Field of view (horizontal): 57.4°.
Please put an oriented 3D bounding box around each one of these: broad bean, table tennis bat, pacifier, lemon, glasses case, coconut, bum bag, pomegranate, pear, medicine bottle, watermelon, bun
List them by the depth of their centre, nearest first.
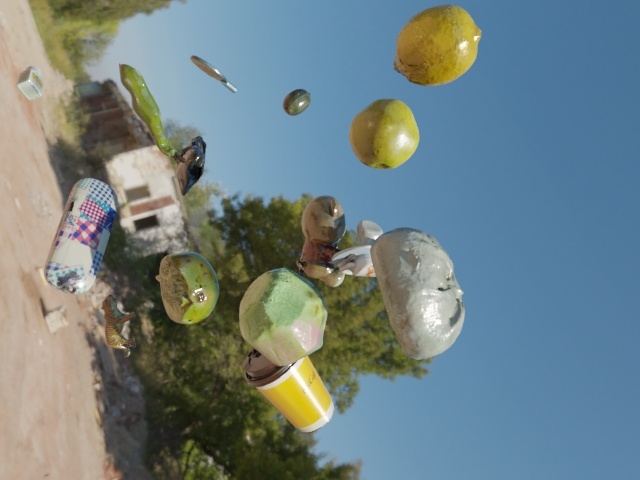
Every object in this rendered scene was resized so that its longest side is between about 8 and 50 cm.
[{"bbox_3d":[-0.081,0.193,1.421,0.236,0.204,0.236,43,13,-12],"label":"coconut"},{"bbox_3d":[0.250,0.127,1.461,0.354,0.194,0.354,-18,90,-85],"label":"bun"},{"bbox_3d":[-0.624,-0.016,1.538,0.076,0.125,0.327,-22,-130,42],"label":"glasses case"},{"bbox_3d":[-0.293,-0.459,1.612,0.155,0.019,0.100,33,-4,-38],"label":"table tennis bat"},{"bbox_3d":[-0.464,-0.349,1.624,0.098,0.056,0.318,-20,-70,40],"label":"broad bean"},{"bbox_3d":[-0.420,-0.247,1.888,0.144,0.095,0.340,-64,-162,14],"label":"bum bag"},{"bbox_3d":[0.376,-0.639,1.926,0.310,0.253,0.253,-15,-86,34],"label":"lemon"},{"bbox_3d":[-0.080,-0.470,1.982,0.078,0.110,0.078,42,-21,20],"label":"watermelon"},{"bbox_3d":[0.161,0.025,2.006,0.227,0.279,0.207,-34,-124,57],"label":"pacifier"},{"bbox_3d":[-0.993,-0.546,2.007,0.074,0.055,0.118,63,9,-47],"label":"medicine bottle"},{"bbox_3d":[0.262,-0.432,2.421,0.294,0.294,0.294,162,-90,-73],"label":"pear"},{"bbox_3d":[-0.560,0.185,2.493,0.358,0.216,0.310,23,-58,55],"label":"pomegranate"}]

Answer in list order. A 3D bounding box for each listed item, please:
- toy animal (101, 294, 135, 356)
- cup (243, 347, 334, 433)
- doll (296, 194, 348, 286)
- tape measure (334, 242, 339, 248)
[{"bbox_3d":[-0.641,0.274,1.860,0.057,0.099,0.241,-114,-151,-60],"label":"toy animal"},{"bbox_3d":[-0.084,0.415,1.694,0.280,0.196,0.196,57,-12,-17],"label":"cup"},{"bbox_3d":[0.000,0.000,2.120,0.235,0.174,0.330,-158,-108,-68],"label":"doll"},{"bbox_3d":[0.014,-0.021,2.789,0.235,0.115,0.207,169,-79,-67],"label":"tape measure"}]
